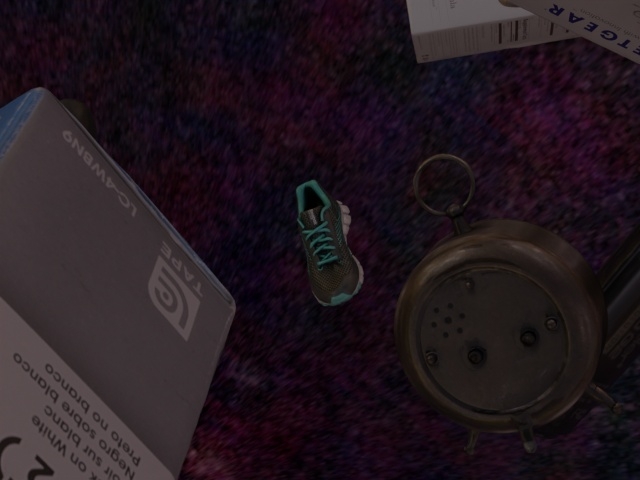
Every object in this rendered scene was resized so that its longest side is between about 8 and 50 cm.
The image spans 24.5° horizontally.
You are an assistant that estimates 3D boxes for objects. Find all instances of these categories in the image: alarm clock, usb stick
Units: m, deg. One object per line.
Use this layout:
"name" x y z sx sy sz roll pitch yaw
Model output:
"alarm clock" 0.104 0.037 0.917 0.129 0.064 0.192 -20 94 21
"usb stick" 0.227 0.027 1.018 0.077 0.045 0.278 21 114 -41

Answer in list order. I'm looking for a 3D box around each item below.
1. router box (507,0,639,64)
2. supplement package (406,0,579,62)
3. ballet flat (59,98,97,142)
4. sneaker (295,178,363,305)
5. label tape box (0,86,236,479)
"router box" 0.230 -0.289 1.229 0.335 0.301 0.082 24 71 -8
"supplement package" 0.223 -0.312 1.769 0.244 0.134 0.139 -9 81 6
"ballet flat" -0.336 -0.037 1.816 0.095 0.096 0.280 20 93 -31
"sneaker" 0.000 0.000 1.609 0.065 0.076 0.166 -25 43 11
"label tape box" -0.181 0.132 0.398 0.249 0.348 0.115 -28 117 26
